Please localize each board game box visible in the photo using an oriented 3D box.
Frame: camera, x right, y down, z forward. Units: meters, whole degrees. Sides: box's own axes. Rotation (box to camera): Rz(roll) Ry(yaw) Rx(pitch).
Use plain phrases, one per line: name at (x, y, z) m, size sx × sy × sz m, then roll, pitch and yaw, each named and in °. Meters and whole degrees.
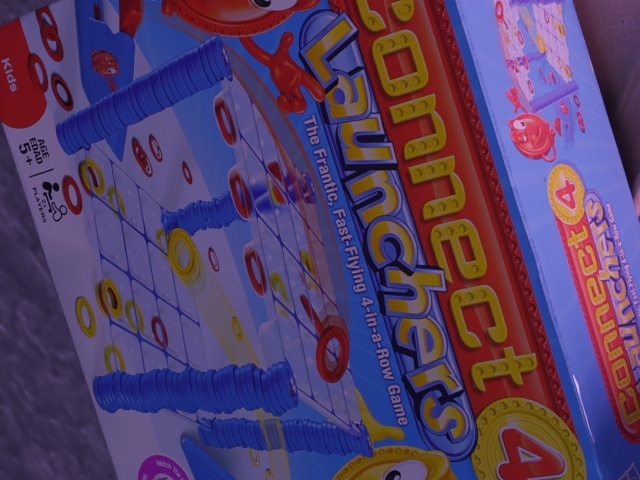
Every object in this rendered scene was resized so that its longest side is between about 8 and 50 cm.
board game box at (0.000, 0.000, 0.906) m, size 0.302 × 0.086 × 0.308 m, roll -15°, pitch 95°, yaw 42°

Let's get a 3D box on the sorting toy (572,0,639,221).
sorting toy at (0.092, -0.090, 0.890) m, size 0.196 × 0.047 × 0.348 m, roll 37°, pitch 125°, yaw 25°
